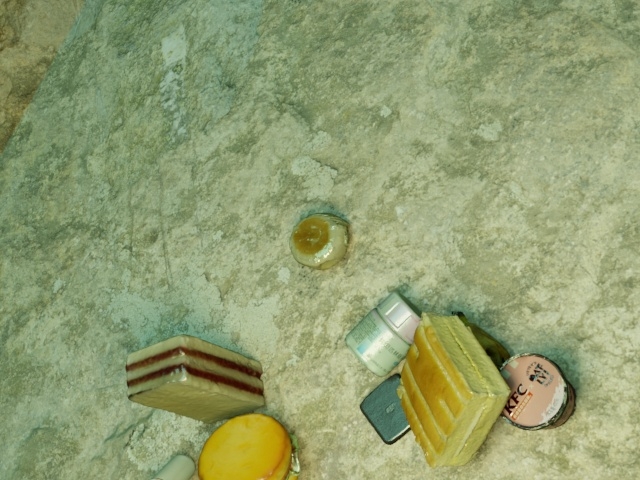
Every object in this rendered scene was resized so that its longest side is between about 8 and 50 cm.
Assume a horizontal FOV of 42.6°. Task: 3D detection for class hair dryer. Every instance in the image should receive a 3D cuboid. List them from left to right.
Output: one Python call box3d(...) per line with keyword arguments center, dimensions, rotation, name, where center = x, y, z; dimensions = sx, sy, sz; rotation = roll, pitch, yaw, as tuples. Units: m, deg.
box3d(center=(-0.406, 0.649, 2.054), dimensions=(0.073, 0.131, 0.236), rotation=(36, 114, 7), name="hair dryer")

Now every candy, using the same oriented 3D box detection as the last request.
box3d(center=(-0.297, 0.335, 1.976), dimensions=(0.179, 0.320, 0.135), rotation=(-25, 57, 24), name="candy")

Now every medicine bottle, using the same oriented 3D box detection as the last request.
box3d(center=(0.155, 0.212, 1.873), dimensions=(0.168, 0.135, 0.135), rotation=(-46, 55, 6), name="medicine bottle")

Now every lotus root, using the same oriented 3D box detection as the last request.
box3d(center=(0.338, 0.236, 1.787), dimensions=(0.108, 0.094, 0.191), rotation=(-24, 48, -7), name="lotus root")

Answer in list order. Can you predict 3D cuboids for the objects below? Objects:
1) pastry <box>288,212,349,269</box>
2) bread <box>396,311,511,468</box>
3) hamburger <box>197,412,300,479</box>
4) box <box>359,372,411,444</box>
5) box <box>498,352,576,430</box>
box3d(center=(0.000, 0.000, 2.077), dimensions=(0.165, 0.088, 0.166), rotation=(-10, 66, 23), name="pastry")
box3d(center=(0.258, 0.309, 1.705), dimensions=(0.246, 0.111, 0.239), rotation=(-115, 35, -47), name="bread")
box3d(center=(-0.153, 0.529, 1.895), dimensions=(0.246, 0.170, 0.246), rotation=(-13, 38, 11), name="hamburger")
box3d(center=(0.165, 0.384, 1.864), dimensions=(0.126, 0.027, 0.125), rotation=(-43, 58, 7), name="box")
box3d(center=(0.442, 0.315, 1.664), dimensions=(0.151, 0.135, 0.151), rotation=(-13, 64, 29), name="box")
